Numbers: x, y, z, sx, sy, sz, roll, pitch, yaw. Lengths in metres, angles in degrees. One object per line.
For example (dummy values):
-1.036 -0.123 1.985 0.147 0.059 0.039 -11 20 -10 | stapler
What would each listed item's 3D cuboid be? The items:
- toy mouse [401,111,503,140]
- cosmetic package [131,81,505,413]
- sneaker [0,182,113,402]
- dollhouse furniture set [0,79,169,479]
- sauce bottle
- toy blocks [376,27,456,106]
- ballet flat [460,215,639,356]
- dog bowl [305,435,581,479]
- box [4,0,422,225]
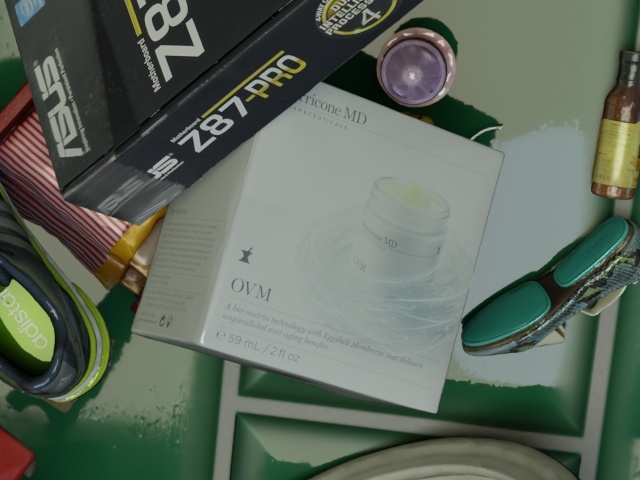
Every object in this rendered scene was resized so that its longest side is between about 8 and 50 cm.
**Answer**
0.094 -0.045 1.521 0.161 0.031 0.143 -17 98 7 | toy mouse
0.000 0.000 1.380 0.224 0.138 0.225 18 82 -29 | cosmetic package
-0.274 0.003 1.317 0.111 0.121 0.300 -44 92 -1 | sneaker
-0.258 0.052 1.432 0.201 0.152 0.374 37 72 -3 | dollhouse furniture set
0.263 -0.100 1.492 0.042 0.042 0.128 9 102 3 | sauce bottle
0.082 -0.295 1.364 0.288 0.260 0.309 -38 95 10 | toy blocks
0.214 0.056 1.517 0.188 0.070 0.070 -36 95 13 | ballet flat
0.061 0.348 1.423 0.408 0.408 0.150 -22 114 8 | dog bowl
-0.110 -0.259 1.329 0.318 0.097 0.395 -36 56 27 | box
